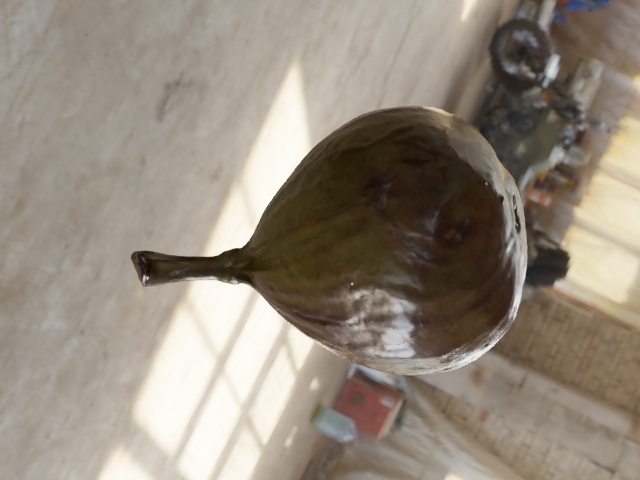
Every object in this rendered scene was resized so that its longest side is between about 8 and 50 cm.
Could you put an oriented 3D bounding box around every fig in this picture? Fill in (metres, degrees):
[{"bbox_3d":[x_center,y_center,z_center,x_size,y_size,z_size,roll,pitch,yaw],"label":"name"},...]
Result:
[{"bbox_3d":[0.000,0.000,0.922,0.217,0.321,0.217,-2,90,-74],"label":"fig"}]
